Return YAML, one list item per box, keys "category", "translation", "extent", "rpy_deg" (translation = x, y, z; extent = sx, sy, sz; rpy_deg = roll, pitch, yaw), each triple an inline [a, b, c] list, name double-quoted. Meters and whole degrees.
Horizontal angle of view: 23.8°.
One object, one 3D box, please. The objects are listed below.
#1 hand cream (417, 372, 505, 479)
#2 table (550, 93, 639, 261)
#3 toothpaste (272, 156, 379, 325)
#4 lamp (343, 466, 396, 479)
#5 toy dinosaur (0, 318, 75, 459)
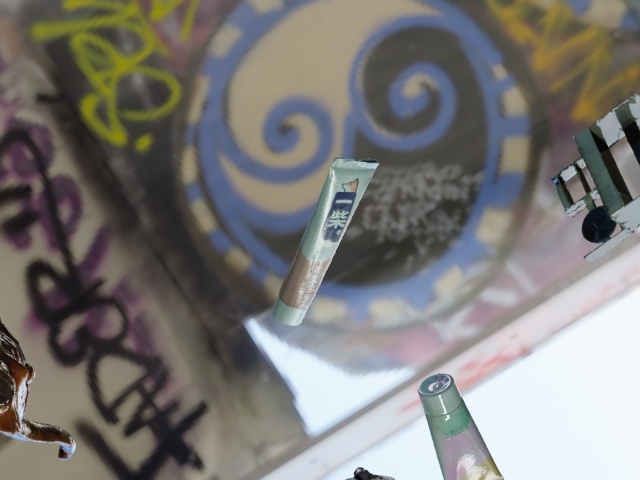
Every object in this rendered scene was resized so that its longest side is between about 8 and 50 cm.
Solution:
- category: "hand cream"
  translation: [0.167, 0.242, 1.841]
  extent: [0.047, 0.076, 0.174]
  rpy_deg: [-124, 12, -63]
- category: "table"
  translation: [0.384, -0.081, 1.997]
  extent: [0.062, 0.175, 0.146]
  rpy_deg: [30, -148, -41]
- category: "toothpaste"
  translation: [0.000, 0.000, 1.565]
  extent: [0.056, 0.205, 0.036]
  rpy_deg: [-1, -141, -36]
- category: "lamp"
  translation: [0.067, 0.411, 1.871]
  extent: [0.180, 0.180, 0.258]
  rpy_deg: [-53, -44, -78]
- category: "toy dinosaur"
  translation: [-0.278, 0.086, 1.169]
  extent: [0.208, 0.097, 0.432]
  rpy_deg: [45, 176, 3]
